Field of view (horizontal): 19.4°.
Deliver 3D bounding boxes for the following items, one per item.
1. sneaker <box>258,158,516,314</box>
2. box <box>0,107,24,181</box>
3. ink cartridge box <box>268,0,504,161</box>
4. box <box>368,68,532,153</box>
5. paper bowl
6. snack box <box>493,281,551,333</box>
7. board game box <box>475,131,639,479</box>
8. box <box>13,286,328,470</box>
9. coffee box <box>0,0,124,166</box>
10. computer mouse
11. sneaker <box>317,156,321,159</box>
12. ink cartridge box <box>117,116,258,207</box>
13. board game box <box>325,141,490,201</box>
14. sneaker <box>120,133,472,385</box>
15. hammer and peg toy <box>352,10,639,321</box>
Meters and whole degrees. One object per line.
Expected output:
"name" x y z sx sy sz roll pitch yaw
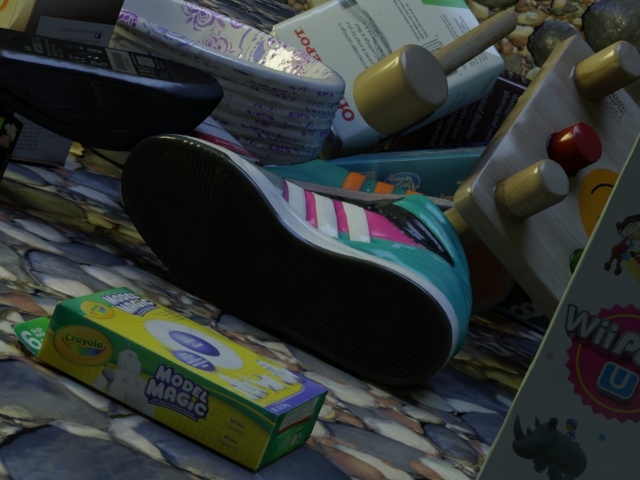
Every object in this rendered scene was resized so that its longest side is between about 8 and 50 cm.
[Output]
"sneaker" 0.036 -0.016 1.662 0.302 0.108 0.121 14 18 -29
"box" -0.288 -0.082 1.469 0.083 0.062 0.052 15 14 -40
"ink cartridge box" 0.064 -0.189 1.992 0.153 0.208 0.087 60 -18 14
"box" 0.205 -0.094 2.134 0.381 0.191 0.143 23 11 2
"paper bowl" -0.130 -0.140 1.819 0.284 0.148 0.284 22 11 -5
"snack box" 0.327 0.093 1.833 0.322 0.060 0.187 26 12 17
"board game box" 0.177 0.068 1.046 0.097 0.303 0.224 25 12 12
"box" -0.093 0.077 1.161 0.179 0.043 0.105 24 11 14
"coffee box" -0.257 -0.206 1.627 0.141 0.246 0.098 30 15 36
"computer mouse" -0.215 -0.120 1.487 0.272 0.072 0.188 11 13 -9
"sneaker" -0.059 -0.157 2.097 0.091 0.094 0.258 41 3 -35
"ink cartridge box" -0.112 -0.051 1.564 0.056 0.099 0.135 17 13 -26
"board game box" 0.155 -0.054 1.881 0.254 0.079 0.336 -2 4 17
"sneaker" 0.000 0.000 1.472 0.295 0.124 0.178 32 18 14
"hammer and peg toy" 0.211 -0.059 1.567 0.361 0.127 0.266 49 45 -12
